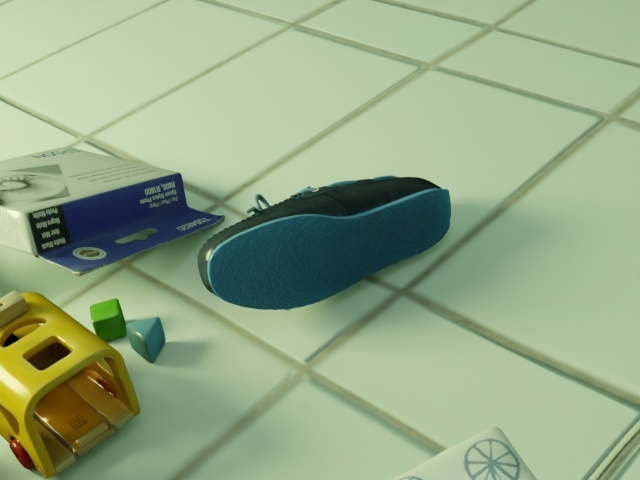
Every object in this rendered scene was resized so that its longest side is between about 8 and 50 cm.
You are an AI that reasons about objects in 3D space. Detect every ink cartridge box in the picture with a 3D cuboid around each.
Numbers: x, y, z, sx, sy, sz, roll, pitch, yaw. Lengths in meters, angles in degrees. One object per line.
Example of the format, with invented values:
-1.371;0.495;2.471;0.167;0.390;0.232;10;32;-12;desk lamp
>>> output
-0.245;-0.040;0.922;0.224;0.045;0.223;15;21;26;ink cartridge box

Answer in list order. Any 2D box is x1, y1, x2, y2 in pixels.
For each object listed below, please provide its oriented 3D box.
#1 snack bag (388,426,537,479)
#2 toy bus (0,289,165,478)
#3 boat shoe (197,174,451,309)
0.014;0.275;0.412;0.343;0.037;0.323;-23;47;-9;snack bag
-0.241;0.094;0.753;0.202;0.104;0.191;-6;36;2;toy bus
0.000;0.000;0.859;0.258;0.109;0.089;-10;26;-31;boat shoe
